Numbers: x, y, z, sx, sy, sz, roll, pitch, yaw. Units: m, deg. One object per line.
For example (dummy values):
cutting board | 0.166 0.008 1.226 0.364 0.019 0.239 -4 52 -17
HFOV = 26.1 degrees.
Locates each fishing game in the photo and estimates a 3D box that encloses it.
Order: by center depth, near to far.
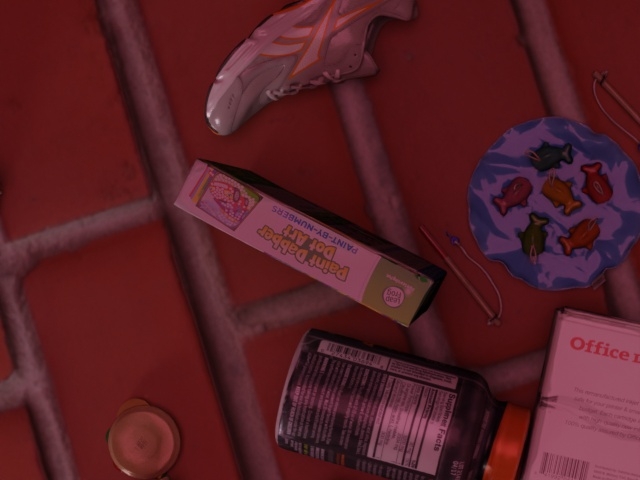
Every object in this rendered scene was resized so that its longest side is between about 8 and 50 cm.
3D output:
fishing game | 0.244 -0.037 1.437 0.264 0.041 0.189 -38 82 6

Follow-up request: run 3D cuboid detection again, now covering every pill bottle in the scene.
pill bottle | 0.087 0.181 1.408 0.246 0.130 0.130 15 91 7

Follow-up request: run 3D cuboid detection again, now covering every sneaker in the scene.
sneaker | -0.008 -0.193 1.447 0.121 0.099 0.262 45 96 2

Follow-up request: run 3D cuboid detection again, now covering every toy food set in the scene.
toy food set | -0.192 0.219 1.499 0.083 0.020 0.082 25 93 7

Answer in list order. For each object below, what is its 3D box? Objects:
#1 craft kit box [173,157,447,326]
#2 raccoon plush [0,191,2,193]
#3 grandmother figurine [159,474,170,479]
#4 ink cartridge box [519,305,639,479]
craft kit box | 0.000 0.000 1.363 0.247 0.250 0.061 30 94 8
raccoon plush | -0.577 0.065 1.513 0.299 0.216 0.446 25 63 21
grandmother figurine | -0.118 0.429 1.448 0.208 0.104 0.342 -39 82 14
ink cartridge box | 0.295 0.187 1.399 0.159 0.092 0.217 12 92 8
